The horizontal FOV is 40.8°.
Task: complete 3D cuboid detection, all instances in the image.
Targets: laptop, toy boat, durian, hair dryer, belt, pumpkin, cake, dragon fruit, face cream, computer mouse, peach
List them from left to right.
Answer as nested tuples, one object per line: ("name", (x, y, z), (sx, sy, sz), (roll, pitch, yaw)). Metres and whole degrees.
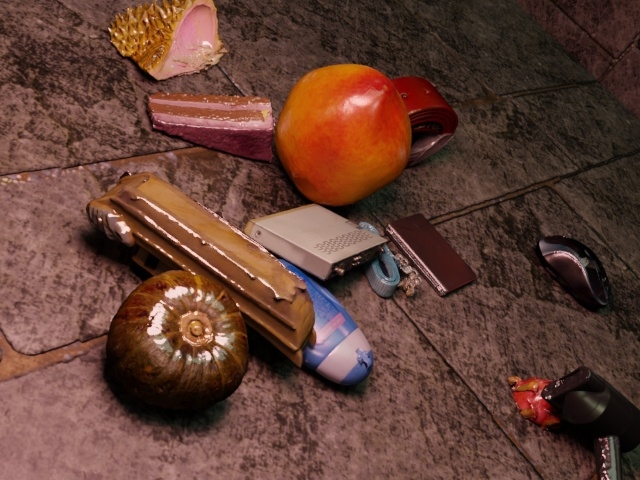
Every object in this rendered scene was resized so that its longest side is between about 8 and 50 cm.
("durian", (-0.365, -0.473, 1.942), (0.195, 0.186, 0.305), (23, 40, 22))
("pumpkin", (-0.222, 0.153, 1.319), (0.218, 0.162, 0.219), (9, 67, -21))
("toy boat", (-0.192, 0.051, 1.438), (0.445, 0.162, 0.136), (35, 36, 3))
("cake", (-0.218, -0.257, 1.819), (0.295, 0.113, 0.116), (9, 42, -24))
("face cream", (-0.012, 0.151, 1.541), (0.264, 0.083, 0.149), (44, 48, 9))
("peach", (0.045, -0.222, 1.791), (0.289, 0.289, 0.308), (35, -5, -2))
("belt", (0.129, 0.037, 1.808), (0.100, 0.065, 0.179), (-4, 52, -30))
("belt", (0.202, -0.278, 2.080), (0.323, 0.227, 0.115), (-1, 53, -54))
("laptop", (0.249, 0.029, 1.948), (0.207, 0.026, 0.154), (50, 36, 17))
("dragon fruit", (0.454, 0.321, 1.755), (0.112, 0.068, 0.126), (8, 46, -34))
("computer mouse", (0.649, 0.067, 2.174), (0.233, 0.096, 0.137), (47, 37, 17))
("hair dryer", (0.534, 0.407, 1.657), (0.244, 0.116, 0.303), (35, 44, -35))

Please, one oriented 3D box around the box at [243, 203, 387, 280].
("box", (0.000, 0.000, 1.677), (0.210, 0.045, 0.270), (28, 20, 18))
